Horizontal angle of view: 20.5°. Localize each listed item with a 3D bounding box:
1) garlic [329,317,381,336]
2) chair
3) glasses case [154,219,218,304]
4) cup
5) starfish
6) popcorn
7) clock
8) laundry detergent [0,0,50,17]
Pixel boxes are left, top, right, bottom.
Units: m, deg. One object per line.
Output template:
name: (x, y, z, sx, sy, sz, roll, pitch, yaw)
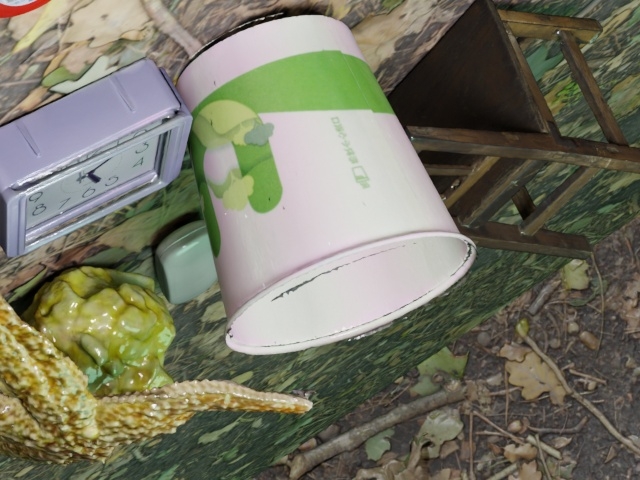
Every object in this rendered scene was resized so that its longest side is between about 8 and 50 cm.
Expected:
garlic: (0.000, 0.000, 2.196, 0.207, 0.207, 0.257, -32, -161, -6)
chair: (0.163, -0.133, 1.990, 0.416, 0.240, 0.203, 5, 142, -40)
glasses case: (-0.158, 0.027, 2.125, 0.076, 0.049, 0.197, -30, 164, -11)
cup: (-0.009, -0.056, 1.701, 0.253, 0.274, 0.253, -17, 161, -6)
starfish: (-0.278, 0.137, 1.779, 0.398, 0.132, 0.384, -15, 138, 44)
popcorn: (-0.249, 0.120, 1.981, 0.167, 0.185, 0.187, -6, -174, -24)
clock: (-0.222, -0.076, 1.642, 0.193, 0.073, 0.144, -28, 164, -20)
laundry detergent: (-0.235, -0.213, 1.251, 0.097, 0.049, 0.165, -30, 162, 0)
